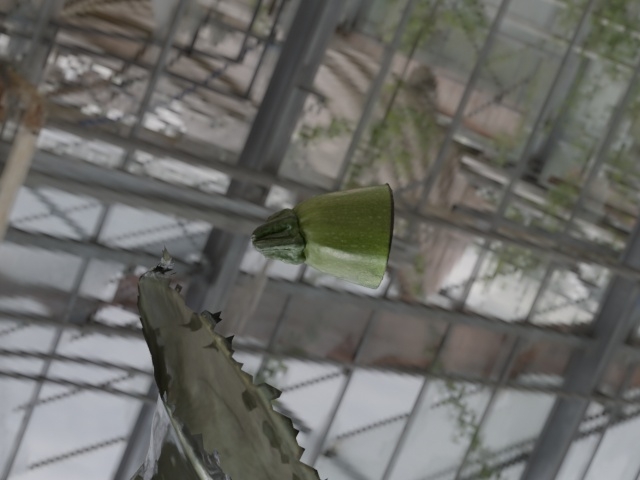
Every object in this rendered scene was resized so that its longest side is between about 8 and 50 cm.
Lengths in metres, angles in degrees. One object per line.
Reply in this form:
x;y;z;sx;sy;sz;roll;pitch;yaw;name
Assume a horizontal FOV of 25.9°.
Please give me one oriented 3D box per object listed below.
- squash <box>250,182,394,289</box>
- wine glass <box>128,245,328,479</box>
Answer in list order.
-0.003;-0.008;1.330;0.132;0.105;0.105;4;-166;-9;squash
-0.150;0.171;0.572;0.238;0.323;0.238;58;-173;-11;wine glass
